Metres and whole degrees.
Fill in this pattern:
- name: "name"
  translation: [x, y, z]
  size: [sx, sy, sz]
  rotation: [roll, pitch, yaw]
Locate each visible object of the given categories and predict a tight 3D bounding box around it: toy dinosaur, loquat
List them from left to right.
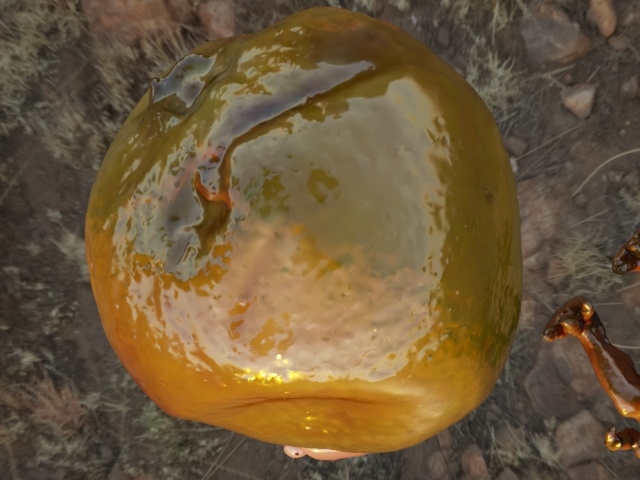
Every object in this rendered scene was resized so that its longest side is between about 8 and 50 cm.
- name: "loquat"
  translation: [0.000, 0.000, 0.539]
  size: [0.276, 0.284, 0.276]
  rotation: [-26, 48, 32]
- name: "toy dinosaur"
  translation: [0.266, 0.097, 0.618]
  size: [0.097, 0.432, 0.208]
  rotation: [-39, 79, 25]

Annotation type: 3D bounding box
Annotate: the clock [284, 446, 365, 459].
- name: "clock"
  translation: [0.012, 0.152, 0.890]
  size: [0.166, 0.092, 0.162]
  rotation: [-10, 127, 7]
